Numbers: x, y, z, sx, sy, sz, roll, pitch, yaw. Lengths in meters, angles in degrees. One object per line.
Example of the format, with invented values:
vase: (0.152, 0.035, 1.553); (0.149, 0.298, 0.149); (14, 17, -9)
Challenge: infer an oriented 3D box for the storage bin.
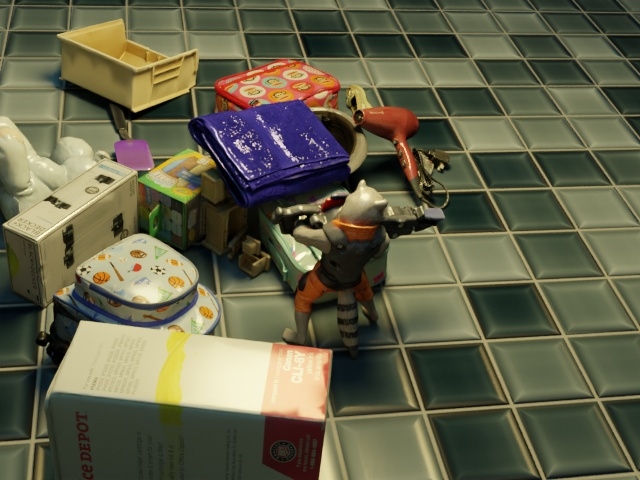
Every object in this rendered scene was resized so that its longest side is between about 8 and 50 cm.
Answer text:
storage bin: (-0.492, -0.459, 2.396); (0.262, 0.123, 0.260); (25, 33, 22)

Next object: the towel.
towel: (-0.094, -0.194, 1.909); (0.308, 0.076, 0.228); (-18, 67, -43)

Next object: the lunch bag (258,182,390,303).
lunch bag: (0.000, 0.000, 1.915); (0.224, 0.108, 0.279); (-13, 42, -24)

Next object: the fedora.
fedora: (-0.016, -0.186, 2.135); (0.243, 0.124, 0.275); (9, 45, 5)

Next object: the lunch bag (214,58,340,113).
lunch bag: (-0.121, -0.365, 2.366); (0.293, 0.120, 0.258); (-26, 44, -37)

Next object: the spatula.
spatula: (-0.474, -0.260, 2.240); (0.084, 0.030, 0.296); (-5, 38, -23)

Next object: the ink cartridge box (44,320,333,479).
ink cartridge box: (-0.188, 0.287, 1.382); (0.384, 0.279, 0.160); (7, 37, 0)

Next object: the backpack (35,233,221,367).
backpack: (-0.309, 0.131, 1.639); (0.263, 0.213, 0.276); (33, 41, 15)

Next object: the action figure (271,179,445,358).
action figure: (0.085, 0.038, 1.698); (0.341, 0.330, 0.178); (-7, 41, -16)

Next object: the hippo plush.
hippo plush: (-0.557, -0.147, 1.920); (0.236, 0.234, 0.294); (-17, 43, -26)

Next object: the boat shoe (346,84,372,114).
boat shoe: (0.094, -0.358, 2.431); (0.048, 0.056, 0.153); (-4, 46, -21)

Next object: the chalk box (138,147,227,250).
chalk box: (-0.300, -0.078, 1.952); (0.132, 0.132, 0.213); (26, 41, 23)

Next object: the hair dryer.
hair dryer: (0.199, -0.222, 2.154); (0.293, 0.080, 0.224); (34, 34, -15)

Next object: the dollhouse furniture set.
dollhouse furniture set: (-0.152, -0.049, 1.894); (0.161, 0.182, 0.101); (30, 44, 28)

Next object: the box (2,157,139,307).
box: (-0.482, -0.021, 1.824); (0.087, 0.169, 0.290); (23, 42, 20)
